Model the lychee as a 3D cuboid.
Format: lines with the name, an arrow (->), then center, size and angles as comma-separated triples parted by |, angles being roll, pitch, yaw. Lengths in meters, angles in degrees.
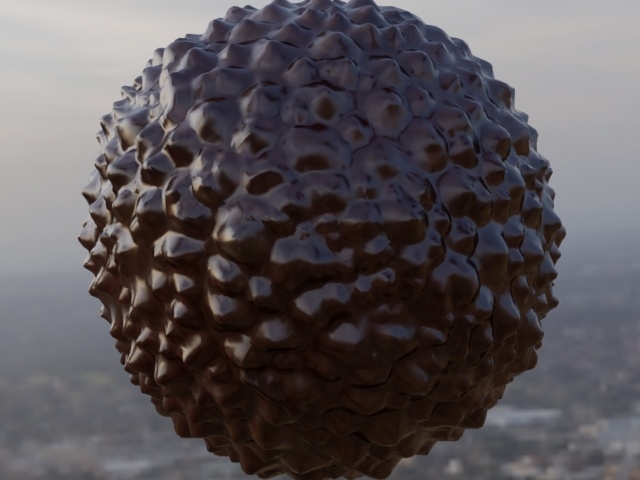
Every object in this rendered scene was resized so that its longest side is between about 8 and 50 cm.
lychee -> 0.000, 0.000, 0.984 | 0.264, 0.264, 0.300 | -3, 1, 9
